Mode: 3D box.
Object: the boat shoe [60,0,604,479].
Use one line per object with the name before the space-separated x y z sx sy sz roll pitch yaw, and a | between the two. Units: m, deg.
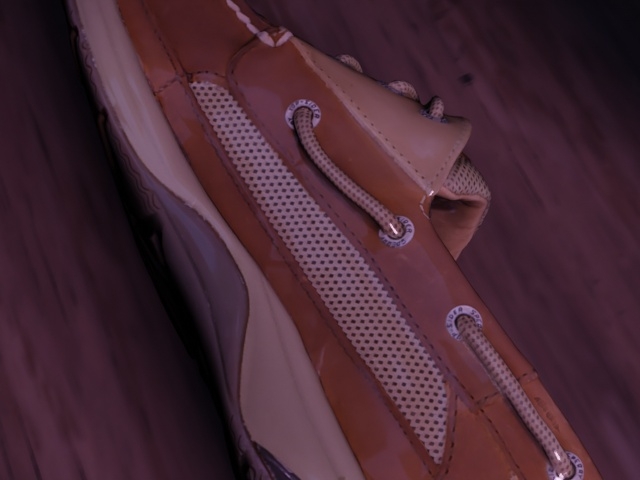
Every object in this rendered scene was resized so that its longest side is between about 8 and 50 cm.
boat shoe | 0.000 0.000 0.527 0.120 0.122 0.324 -21 66 -8
